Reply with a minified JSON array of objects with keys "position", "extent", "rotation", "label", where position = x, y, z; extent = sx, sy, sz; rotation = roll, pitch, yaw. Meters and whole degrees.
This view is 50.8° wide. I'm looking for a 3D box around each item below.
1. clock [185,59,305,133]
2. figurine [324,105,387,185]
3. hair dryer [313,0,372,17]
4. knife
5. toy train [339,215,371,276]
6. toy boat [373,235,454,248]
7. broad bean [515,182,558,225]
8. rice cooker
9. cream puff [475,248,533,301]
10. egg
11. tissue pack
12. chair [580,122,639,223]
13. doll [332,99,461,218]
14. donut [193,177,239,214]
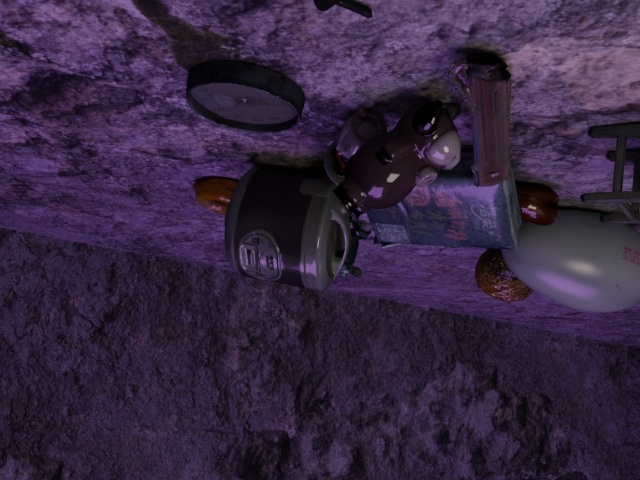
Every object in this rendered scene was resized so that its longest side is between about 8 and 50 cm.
[{"position":[-0.135,-0.251,1.207],"extent":[0.214,0.042,0.215],"rotation":[8,167,2],"label":"clock"},{"position":[0.079,-0.177,1.254],"extent":[0.132,0.132,0.154],"rotation":[9,155,-3],"label":"figurine"},{"position":[0.037,-0.309,0.881],"extent":[0.083,0.026,0.047],"rotation":[13,168,-34],"label":"hair dryer"},{"position":[0.268,-0.187,1.099],"extent":[0.089,0.043,0.365],"rotation":[-1,154,17],"label":"knife"},{"position":[0.000,0.000,1.913],"extent":[0.253,0.160,0.397],"rotation":[14,177,10],"label":"toy train"},{"position":[0.265,-0.020,1.562],"extent":[0.290,0.067,0.221],"rotation":[-16,-151,3],"label":"toy boat"},{"position":[0.429,-0.084,1.464],"extent":[0.165,0.085,0.114],"rotation":[8,160,23],"label":"broad bean"},{"position":[-0.064,-0.025,1.592],"extent":[0.276,0.289,0.288],"rotation":[11,168,13],"label":"rice cooker"},{"position":[0.547,0.066,1.935],"extent":[0.183,0.184,0.169],"rotation":[8,142,5],"label":"cream puff"},{"position":[0.603,0.044,1.574],"extent":[0.370,0.230,0.230],"rotation":[14,167,-3],"label":"egg"},{"position":[0.244,-0.081,1.405],"extent":[0.315,0.103,0.228],"rotation":[3,143,26],"label":"tissue pack"},{"position":[0.586,-0.111,1.103],"extent":[0.270,0.147,0.136],"rotation":[1,164,38],"label":"chair"},{"position":[0.139,-0.140,1.151],"extent":[0.257,0.117,0.182],"rotation":[-34,168,5],"label":"doll"},{"position":[-0.262,-0.116,1.830],"extent":[0.162,0.066,0.178],"rotation":[17,166,-30],"label":"donut"}]
